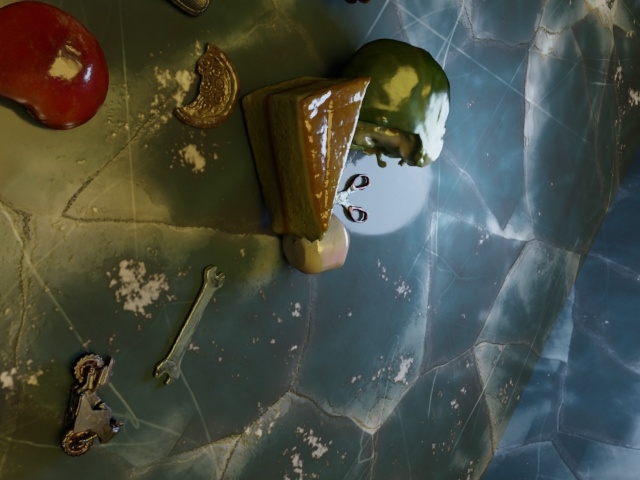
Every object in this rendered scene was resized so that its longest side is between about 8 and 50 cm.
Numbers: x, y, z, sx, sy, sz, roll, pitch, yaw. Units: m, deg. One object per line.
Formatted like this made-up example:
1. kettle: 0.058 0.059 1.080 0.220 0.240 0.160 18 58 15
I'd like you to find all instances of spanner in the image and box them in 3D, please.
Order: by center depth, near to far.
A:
1. spanner: -0.308 0.201 1.365 0.071 0.017 0.302 35 75 -40

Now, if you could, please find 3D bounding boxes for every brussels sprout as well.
1. brussels sprout: 0.199 -0.367 1.532 0.371 0.276 0.315 36 78 -40

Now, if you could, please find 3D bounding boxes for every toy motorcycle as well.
1. toy motorcycle: -0.474 0.346 1.208 0.122 0.080 0.215 10 87 -42

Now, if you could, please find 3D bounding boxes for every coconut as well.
1. coconut: 0.000 0.000 1.503 0.183 0.171 0.171 -21 111 -34

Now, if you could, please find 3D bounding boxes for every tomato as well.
1. tomato: -0.484 -0.323 1.035 0.233 0.139 0.200 32 70 -39

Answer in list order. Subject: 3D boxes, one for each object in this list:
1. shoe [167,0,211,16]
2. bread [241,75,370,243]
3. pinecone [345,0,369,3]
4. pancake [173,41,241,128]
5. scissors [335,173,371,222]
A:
1. shoe: -0.313 -0.560 1.173 0.241 0.093 0.108 28 81 -42
2. bread: -0.022 -0.201 1.406 0.245 0.233 0.362 -26 119 -36
3. pinecone: 0.105 -0.710 1.452 0.207 0.207 0.208 -9 104 -40
4. pancake: -0.259 -0.352 1.306 0.184 0.020 0.191 -18 109 -37
5. scissors: 0.047 -0.121 1.618 0.247 0.017 0.144 -2 98 -39
